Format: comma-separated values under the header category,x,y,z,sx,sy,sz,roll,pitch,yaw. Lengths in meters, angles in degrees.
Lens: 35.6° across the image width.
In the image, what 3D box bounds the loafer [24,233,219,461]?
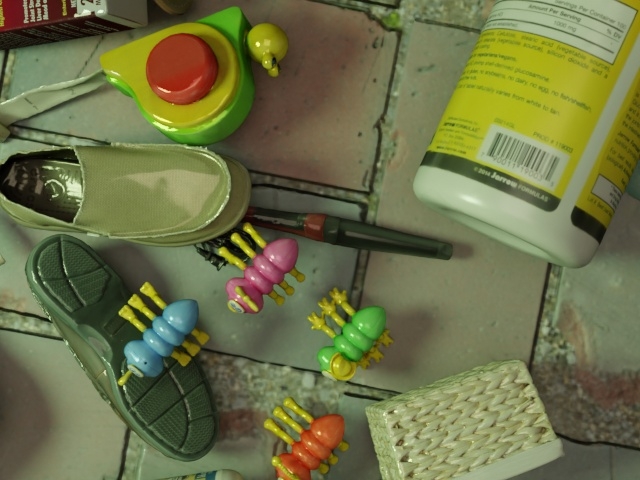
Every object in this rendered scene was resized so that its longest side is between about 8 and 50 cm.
category,x,y,z,sx,sy,sz,roll,pitch,yaw
loafer,-0.203,0.111,1.017,0.096,0.084,0.267,-39,95,-32

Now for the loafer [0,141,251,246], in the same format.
category,x,y,z,sx,sy,sz,roll,pitch,yaw
loafer,-0.202,-0.045,0.975,0.268,0.092,0.102,-1,86,11

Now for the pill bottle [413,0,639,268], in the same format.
category,x,y,z,sx,sy,sz,roll,pitch,yaw
pill bottle,0.237,-0.157,0.956,0.188,0.188,0.334,25,90,-1

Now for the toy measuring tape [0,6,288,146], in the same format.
category,x,y,z,sx,sy,sz,roll,pitch,yaw
toy measuring tape,-0.182,-0.130,0.991,0.330,0.121,0.121,-20,90,6

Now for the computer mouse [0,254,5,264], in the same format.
category,x,y,z,sx,sy,sz,roll,pitch,yaw
computer mouse,-0.381,0.085,1.016,0.184,0.060,0.262,-36,79,4

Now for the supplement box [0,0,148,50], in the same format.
category,x,y,z,sx,sy,sz,roll,pitch,yaw
supplement box,-0.289,-0.259,0.963,0.239,0.073,0.130,-4,90,24

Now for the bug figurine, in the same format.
category,x,y,z,sx,sy,sz,roll,pitch,yaw
bug figurine,-0.051,0.114,0.983,0.279,0.072,0.216,39,84,-14

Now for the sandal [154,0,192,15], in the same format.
category,x,y,z,sx,sy,sz,roll,pitch,yaw
sandal,-0.212,-0.318,1.018,0.079,0.088,0.240,-28,85,31

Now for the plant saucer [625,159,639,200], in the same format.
category,x,y,z,sx,sy,sz,roll,pitch,yaw
plant saucer,0.376,-0.130,1.033,0.195,0.037,0.195,0,91,-1

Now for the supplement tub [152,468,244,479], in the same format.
category,x,y,z,sx,sy,sz,roll,pitch,yaw
supplement tub,-0.166,0.308,0.973,0.199,0.144,0.144,-8,90,-1

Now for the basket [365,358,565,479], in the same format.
category,x,y,z,sx,sy,sz,roll,pitch,yaw
basket,0.136,0.189,0.987,0.167,0.113,0.103,-17,85,-10

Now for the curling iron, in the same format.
category,x,y,z,sx,sy,sz,roll,pitch,yaw
curling iron,0.000,0.000,1.031,0.274,0.035,0.068,3,106,-4
